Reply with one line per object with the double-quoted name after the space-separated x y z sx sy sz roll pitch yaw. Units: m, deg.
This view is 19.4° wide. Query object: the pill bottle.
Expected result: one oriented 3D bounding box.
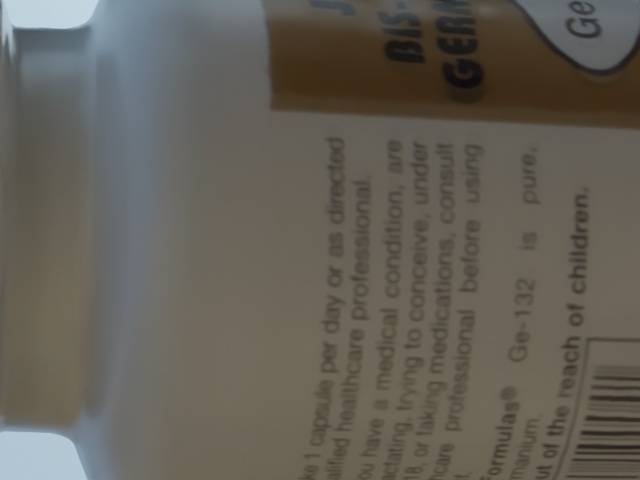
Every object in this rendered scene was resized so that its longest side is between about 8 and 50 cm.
0.000 0.000 0.424 0.131 0.229 0.131 -178 90 -79 "pill bottle"
